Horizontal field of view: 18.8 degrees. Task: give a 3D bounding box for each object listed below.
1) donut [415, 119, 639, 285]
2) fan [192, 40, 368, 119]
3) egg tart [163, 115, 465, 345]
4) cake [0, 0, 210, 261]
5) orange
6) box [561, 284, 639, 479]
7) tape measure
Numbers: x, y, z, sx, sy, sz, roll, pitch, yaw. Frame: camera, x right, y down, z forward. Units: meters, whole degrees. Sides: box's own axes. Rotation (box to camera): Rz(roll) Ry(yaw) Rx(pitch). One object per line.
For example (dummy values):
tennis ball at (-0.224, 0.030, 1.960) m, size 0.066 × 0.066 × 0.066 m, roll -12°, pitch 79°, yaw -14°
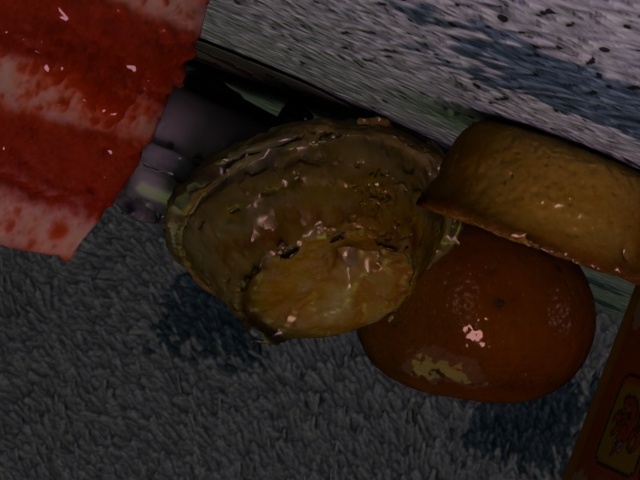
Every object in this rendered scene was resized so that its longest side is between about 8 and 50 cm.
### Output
donut at (0.129, -0.018, 1.031) m, size 0.152 × 0.058 × 0.152 m, roll 21°, pitch 180°, yaw 0°
fan at (-0.113, -0.135, 1.336) m, size 0.329 × 0.009 × 0.190 m, roll 21°, pitch 180°, yaw 26°
egg tart at (0.001, 0.001, 1.300) m, size 0.212 × 0.212 × 0.090 m, roll 22°, pitch -140°, yaw -41°
cake at (-0.178, -0.096, 0.621) m, size 0.159 × 0.158 × 0.262 m, roll 26°, pitch -177°, yaw 39°
orange at (0.143, 0.058, 1.760) m, size 0.224 × 0.170 × 0.224 m, roll 7°, pitch -173°, yaw -1°
box at (0.313, 0.135, 1.013) m, size 0.283 × 0.214 × 0.259 m, roll 22°, pitch 177°, yaw -14°
tape measure at (-0.091, -0.068, 1.408) m, size 0.236 × 0.120 × 0.197 m, roll 17°, pitch -168°, yaw -47°
